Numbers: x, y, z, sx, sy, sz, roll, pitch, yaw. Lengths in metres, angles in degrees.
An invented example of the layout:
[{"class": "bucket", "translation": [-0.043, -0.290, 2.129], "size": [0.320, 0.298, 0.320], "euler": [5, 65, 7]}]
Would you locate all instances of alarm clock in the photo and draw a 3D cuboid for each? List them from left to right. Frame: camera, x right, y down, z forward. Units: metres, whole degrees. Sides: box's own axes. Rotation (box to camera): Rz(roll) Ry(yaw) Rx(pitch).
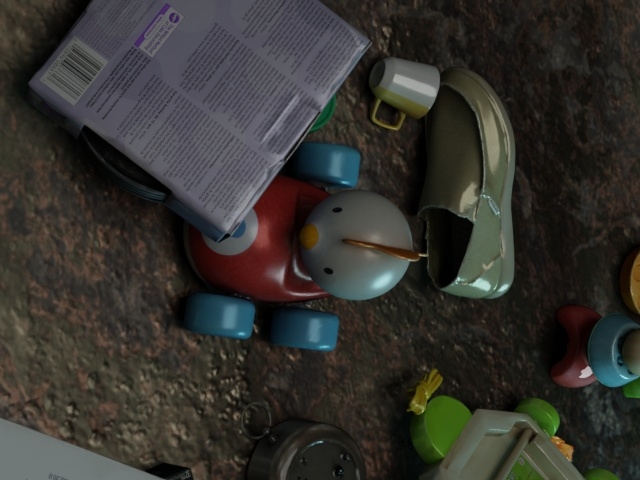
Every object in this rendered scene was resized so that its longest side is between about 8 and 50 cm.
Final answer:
[{"class": "alarm clock", "translation": [-0.023, 0.245, 1.997], "size": [0.192, 0.064, 0.129], "euler": [50, 65, -23]}]

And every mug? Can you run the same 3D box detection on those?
[{"class": "mug", "translation": [0.088, -0.167, 2.064], "size": [0.064, 0.062, 0.078], "euler": [19, 74, -27]}]

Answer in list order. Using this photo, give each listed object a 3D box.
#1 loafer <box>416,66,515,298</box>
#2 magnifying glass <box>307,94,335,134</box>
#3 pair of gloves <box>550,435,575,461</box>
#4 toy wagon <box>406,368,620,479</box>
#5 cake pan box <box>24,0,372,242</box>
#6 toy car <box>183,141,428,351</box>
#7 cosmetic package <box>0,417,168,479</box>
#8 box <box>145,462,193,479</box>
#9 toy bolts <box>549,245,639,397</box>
[{"class": "loafer", "translation": [0.158, -0.059, 2.090], "size": [0.092, 0.102, 0.268], "euler": [-16, 101, -40]}, {"class": "magnifying glass", "translation": [-0.085, -0.162, 1.953], "size": [0.231, 0.026, 0.092], "euler": [7, 71, -34]}, {"class": "pair of gloves", "translation": [0.271, 0.274, 2.236], "size": [0.074, 0.010, 0.083], "euler": [23, 79, -34]}, {"class": "toy wagon", "translation": [0.208, 0.292, 2.113], "size": [0.344, 0.068, 0.267], "euler": [47, 43, -7]}, {"class": "cake pan box", "translation": [-0.121, -0.165, 1.834], "size": [0.246, 0.070, 0.267], "euler": [35, 75, -3]}, {"class": "toy car", "translation": [0.000, 0.000, 1.895], "size": [0.210, 0.238, 0.219], "euler": [11, 85, -35]}, {"class": "cosmetic package", "translation": [-0.298, 0.234, 1.696], "size": [0.224, 0.225, 0.138], "euler": [26, 79, -33]}, {"class": "box", "translation": [-0.171, 0.270, 1.895], "size": [0.083, 0.052, 0.062], "euler": [-23, 104, -34]}, {"class": "toy bolts", "translation": [0.409, 0.109, 2.238], "size": [0.229, 0.158, 0.218], "euler": [2, 90, -36]}]
